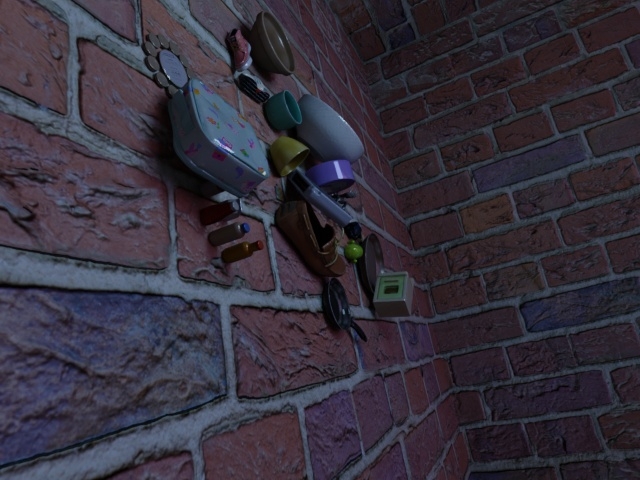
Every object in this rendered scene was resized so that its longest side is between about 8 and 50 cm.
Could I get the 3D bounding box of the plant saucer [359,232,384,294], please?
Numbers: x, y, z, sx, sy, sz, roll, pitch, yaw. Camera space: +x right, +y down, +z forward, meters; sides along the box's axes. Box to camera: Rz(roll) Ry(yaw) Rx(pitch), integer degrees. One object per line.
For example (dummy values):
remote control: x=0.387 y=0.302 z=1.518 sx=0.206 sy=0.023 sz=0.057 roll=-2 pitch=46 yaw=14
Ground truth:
plant saucer: x=0.248 y=0.118 z=2.068 sx=0.311 sy=0.050 sz=0.310 roll=-7 pitch=90 yaw=-68

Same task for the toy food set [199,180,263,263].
toy food set: x=-0.217 y=-0.072 z=1.041 sx=0.111 sy=0.105 sz=0.232 roll=28 pitch=48 yaw=-61

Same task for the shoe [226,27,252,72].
shoe: x=-0.275 y=-0.634 z=1.418 sx=0.081 sy=0.064 sz=0.177 roll=49 pitch=26 yaw=-44

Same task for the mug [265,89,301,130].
mug: x=-0.136 y=-0.469 z=1.573 sx=0.158 sy=0.098 sz=0.129 roll=9 pitch=65 yaw=-68

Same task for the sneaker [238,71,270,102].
sneaker: x=-0.237 y=-0.534 z=1.454 sx=0.075 sy=0.057 sz=0.161 roll=61 pitch=18 yaw=20

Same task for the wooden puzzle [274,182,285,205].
wooden puzzle: x=-0.138 y=-0.156 z=1.445 sx=0.049 sy=0.006 sz=0.083 roll=28 pitch=48 yaw=-61

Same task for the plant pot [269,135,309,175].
plant pot: x=-0.118 y=-0.302 z=1.472 sx=0.095 sy=0.134 sz=0.134 roll=48 pitch=21 yaw=4

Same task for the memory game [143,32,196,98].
memory game: x=-0.372 y=-0.429 z=1.074 sx=0.186 sy=0.012 sz=0.186 roll=50 pitch=31 yaw=-45

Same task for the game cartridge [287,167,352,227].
game cartridge: x=-0.002 y=-0.147 z=1.482 sx=0.198 sy=0.062 sz=0.297 roll=41 pitch=6 yaw=-27

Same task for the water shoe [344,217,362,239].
water shoe: x=0.154 y=-0.050 z=1.995 sx=0.203 sy=0.073 sz=0.080 roll=18 pitch=59 yaw=-64

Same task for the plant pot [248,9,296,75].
plant pot: x=-0.196 y=-0.725 z=1.613 sx=0.237 sy=0.110 sz=0.237 roll=51 pitch=29 yaw=-42

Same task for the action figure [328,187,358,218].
action figure: x=0.088 y=-0.220 z=1.877 sx=0.164 sy=0.141 sz=0.275 roll=37 pitch=44 yaw=-54

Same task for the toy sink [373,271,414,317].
toy sink: x=0.349 y=0.232 z=2.021 sx=0.234 sy=0.153 sz=0.131 roll=-70 pitch=146 yaw=-44

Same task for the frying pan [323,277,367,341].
frying pan: x=0.089 y=0.260 z=1.613 sx=0.326 sy=0.053 sz=0.197 roll=44 pitch=35 yaw=-54

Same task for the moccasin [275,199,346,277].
moccasin: x=0.000 y=-0.002 z=1.468 sx=0.380 sy=0.147 sz=0.139 roll=56 pitch=26 yaw=-36

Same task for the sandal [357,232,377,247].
sandal: x=0.252 y=0.010 z=2.180 sx=0.240 sy=0.079 sz=0.088 roll=52 pitch=29 yaw=-43

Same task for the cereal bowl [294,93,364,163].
cereal bowl: x=0.009 y=-0.417 z=1.729 sx=0.339 sy=0.141 sz=0.339 roll=41 pitch=-2 yaw=2

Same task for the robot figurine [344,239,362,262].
robot figurine: x=0.148 y=0.050 z=1.906 sx=0.115 sy=0.067 sz=0.101 roll=6 pitch=78 yaw=-67

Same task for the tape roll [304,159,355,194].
tape roll: x=0.037 y=-0.247 z=1.700 sx=0.189 sy=0.189 sz=0.080 roll=10 pitch=65 yaw=-67

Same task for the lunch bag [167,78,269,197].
lunch bag: x=-0.250 y=-0.246 z=1.014 sx=0.224 sy=0.108 sz=0.279 roll=28 pitch=29 yaw=-46
